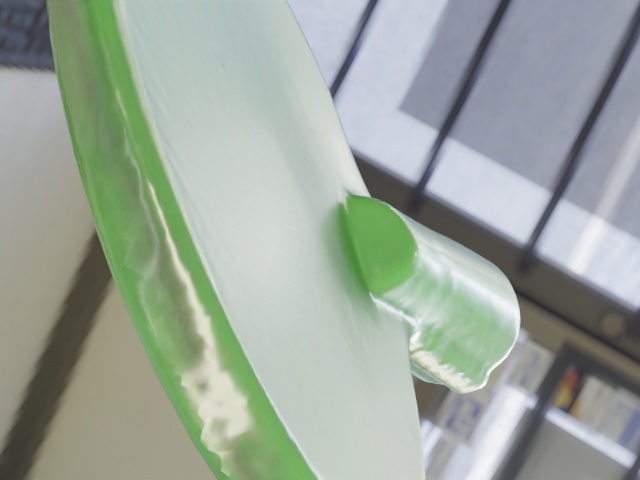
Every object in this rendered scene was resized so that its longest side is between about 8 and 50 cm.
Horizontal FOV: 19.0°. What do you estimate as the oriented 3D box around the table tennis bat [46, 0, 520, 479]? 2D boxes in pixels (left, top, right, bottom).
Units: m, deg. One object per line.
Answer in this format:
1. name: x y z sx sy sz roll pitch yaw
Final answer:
1. table tennis bat: 0.000 0.000 0.437 0.039 0.160 0.257 -19 163 15
